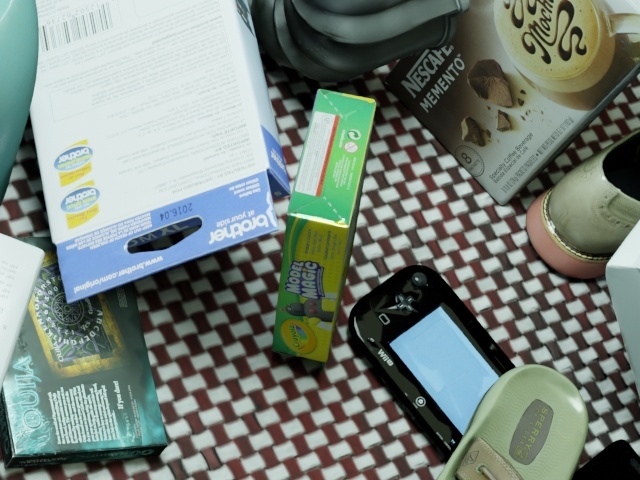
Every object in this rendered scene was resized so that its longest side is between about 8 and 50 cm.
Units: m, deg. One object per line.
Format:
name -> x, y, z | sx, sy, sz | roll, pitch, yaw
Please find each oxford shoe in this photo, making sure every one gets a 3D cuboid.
oxford shoe -> 0.356, -0.063, 1.701 | 0.348, 0.130, 0.123 | -24, 73, -36

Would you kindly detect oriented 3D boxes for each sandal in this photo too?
sandal -> 0.148, 0.199, 1.401 | 0.120, 0.086, 0.303 | 34, 47, -10

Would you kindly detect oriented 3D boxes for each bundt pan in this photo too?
bundt pan -> -0.026, -0.277, 1.538 | 0.124, 0.331, 0.331 | -32, 78, -21

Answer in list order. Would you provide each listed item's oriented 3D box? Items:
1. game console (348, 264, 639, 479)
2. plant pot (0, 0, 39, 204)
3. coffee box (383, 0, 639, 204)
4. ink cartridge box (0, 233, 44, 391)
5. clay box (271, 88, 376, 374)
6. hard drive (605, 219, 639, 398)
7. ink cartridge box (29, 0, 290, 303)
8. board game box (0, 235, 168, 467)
game console -> 0.151, 0.184, 1.504 | 0.213, 0.044, 0.361 | -32, 78, -37
plant pot -> -0.340, -0.147, 1.338 | 0.293, 0.235, 0.293 | 13, 56, -20
coffee box -> 0.200, -0.184, 1.592 | 0.168, 0.297, 0.119 | 47, 55, 5
ink cartridge box -> -0.332, 0.124, 1.198 | 0.198, 0.197, 0.270 | 22, 53, -14
clay box -> 0.000, 0.000, 1.441 | 0.053, 0.222, 0.127 | 12, 54, 2
hard drive -> 0.376, 0.011, 1.633 | 0.353, 0.047, 0.233 | -47, 129, -37
ink cartridge box -> -0.135, -0.108, 1.428 | 0.185, 0.065, 0.311 | -19, 62, 12
board game box -> -0.197, 0.082, 1.401 | 0.126, 0.026, 0.186 | -1, 62, -27
